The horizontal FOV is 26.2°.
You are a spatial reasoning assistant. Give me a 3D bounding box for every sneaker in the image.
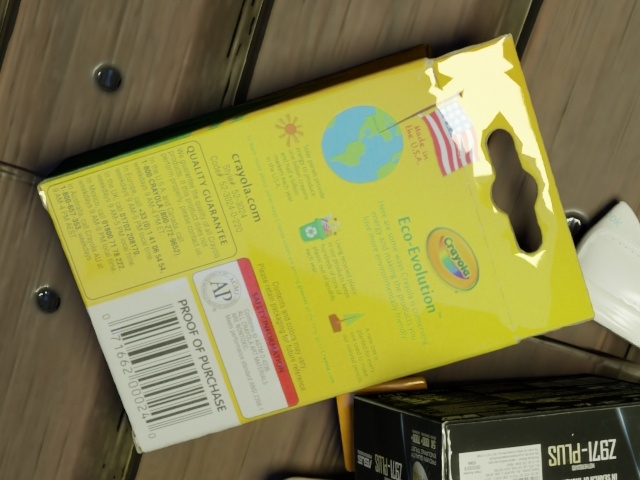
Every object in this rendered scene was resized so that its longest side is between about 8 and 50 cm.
[{"bbox_3d":[0.268,0.052,0.923,0.212,0.080,0.094,31,92,-4],"label":"sneaker"}]

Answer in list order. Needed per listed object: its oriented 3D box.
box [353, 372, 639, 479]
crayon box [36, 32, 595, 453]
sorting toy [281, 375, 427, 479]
[{"bbox_3d":[0.129,0.136,0.876,0.180,0.147,0.077,-3,92,-20],"label":"box"},{"bbox_3d":[0.000,0.000,0.916,0.318,0.081,0.202,-16,103,8],"label":"crayon box"},{"bbox_3d":[0.055,0.256,1.000,0.196,0.047,0.348,5,105,-3],"label":"sorting toy"}]
